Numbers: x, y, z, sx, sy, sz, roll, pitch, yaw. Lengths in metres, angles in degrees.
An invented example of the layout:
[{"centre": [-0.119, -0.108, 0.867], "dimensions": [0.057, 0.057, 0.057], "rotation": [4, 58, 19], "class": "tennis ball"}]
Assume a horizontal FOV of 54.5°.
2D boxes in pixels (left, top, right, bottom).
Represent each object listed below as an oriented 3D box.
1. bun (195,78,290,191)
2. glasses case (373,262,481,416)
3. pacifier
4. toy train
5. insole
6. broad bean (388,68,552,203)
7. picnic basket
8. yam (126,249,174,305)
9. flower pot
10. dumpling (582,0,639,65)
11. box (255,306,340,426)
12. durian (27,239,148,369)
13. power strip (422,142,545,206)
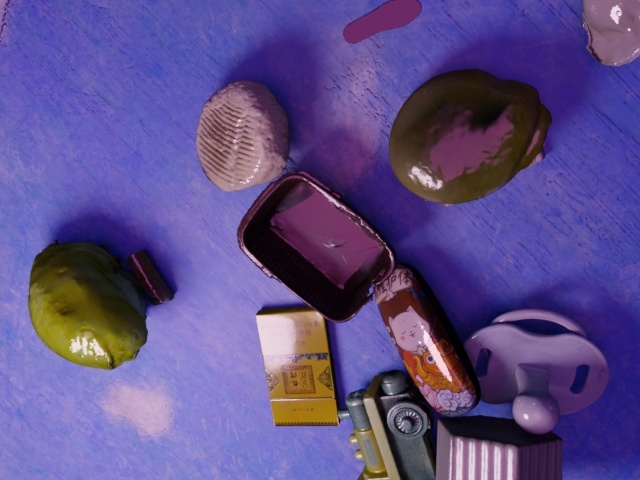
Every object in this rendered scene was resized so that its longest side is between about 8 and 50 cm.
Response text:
[{"centre": [-0.143, -0.203, 1.209], "dimensions": [0.221, 0.134, 0.220], "rotation": [3, 94, 41], "class": "bun"}, {"centre": [0.207, 0.196, 1.235], "dimensions": [0.122, 0.082, 0.320], "rotation": [-41, 73, 53], "class": "glasses case"}, {"centre": [0.409, 0.266, 1.181], "dimensions": [0.288, 0.225, 0.238], "rotation": [10, 122, 5], "class": "pacifier"}, {"centre": [0.158, 0.453, 1.337], "dimensions": [0.237, 0.150, 0.368], "rotation": [-14, 101, 21], "class": "toy train"}, {"centre": [0.115, -0.413, 1.169], "dimensions": [0.153, 0.002, 0.053], "rotation": [-22, 100, 16], "class": "insole"}, {"centre": [0.263, -0.193, 1.130], "dimensions": [0.291, 0.119, 0.237], "rotation": [-24, 90, 19], "class": "broad bean"}, {"centre": [0.000, 0.000, 1.243], "dimensions": [0.297, 0.129, 0.222], "rotation": [40, 108, -2], "class": "picnic basket"}, {"centre": [-0.381, 0.085, 1.384], "dimensions": [0.054, 0.054, 0.132], "rotation": [-27, 98, 17], "class": "yam"}, {"centre": [0.330, 0.443, 1.168], "dimensions": [0.240, 0.209, 0.189], "rotation": [2, 88, -30], "class": "flower pot"}, {"centre": [0.524, -0.406, 1.006], "dimensions": [0.143, 0.172, 0.246], "rotation": [-3, 114, -19], "class": "dumpling"}, {"centre": [-0.047, 0.282, 1.380], "dimensions": [0.153, 0.041, 0.278], "rotation": [-5, 104, 11], "class": "box"}, {"centre": [-0.490, 0.135, 1.316], "dimensions": [0.256, 0.339, 0.204], "rotation": [15, 109, -23], "class": "durian"}, {"centre": [0.310, -0.132, 1.195], "dimensions": [0.253, 0.027, 0.060], "rotation": [-27, 98, 17], "class": "power strip"}]
